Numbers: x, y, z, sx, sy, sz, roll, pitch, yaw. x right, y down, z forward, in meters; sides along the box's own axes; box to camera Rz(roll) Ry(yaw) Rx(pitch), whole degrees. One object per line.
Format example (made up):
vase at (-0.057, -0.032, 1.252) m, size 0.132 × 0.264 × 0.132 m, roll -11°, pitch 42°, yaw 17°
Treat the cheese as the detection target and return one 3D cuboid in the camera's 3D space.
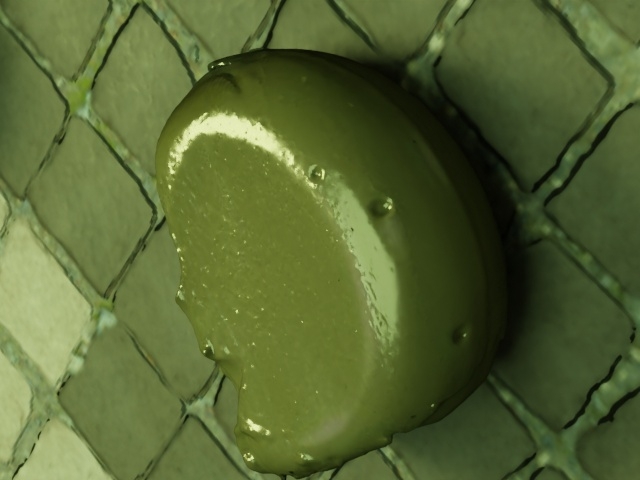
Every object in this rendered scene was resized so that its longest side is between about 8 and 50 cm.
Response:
cheese at (0.000, 0.000, 0.814) m, size 0.175 × 0.091 × 0.203 m, roll -29°, pitch 82°, yaw 41°
